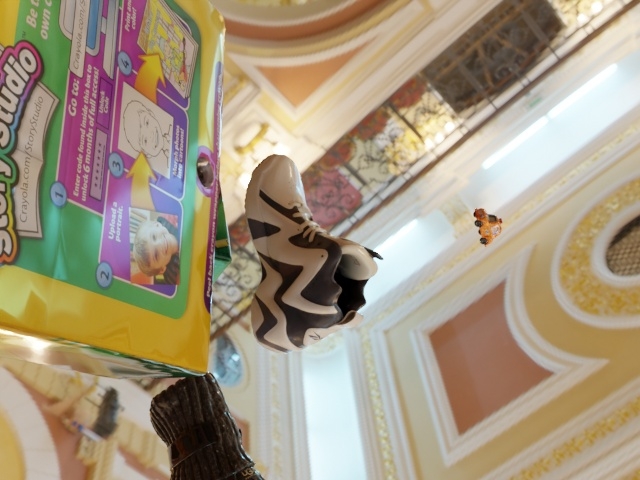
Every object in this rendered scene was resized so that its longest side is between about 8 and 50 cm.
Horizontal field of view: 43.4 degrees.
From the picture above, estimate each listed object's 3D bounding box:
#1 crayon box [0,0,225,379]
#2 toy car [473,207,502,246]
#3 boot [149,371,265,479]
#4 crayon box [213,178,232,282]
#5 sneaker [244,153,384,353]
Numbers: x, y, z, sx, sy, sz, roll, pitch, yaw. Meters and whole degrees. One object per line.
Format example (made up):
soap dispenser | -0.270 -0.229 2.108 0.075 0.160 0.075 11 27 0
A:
crayon box | -0.200 -0.089 0.639 0.106 0.313 0.363 -6 -108 22
toy car | 0.261 -0.031 1.244 0.040 0.060 0.122 -15 -171 15
boot | -0.221 0.401 1.328 0.348 0.131 0.260 -48 -112 28
crayon box | -0.219 0.026 1.036 0.278 0.081 0.165 -47 -135 40
sneaker | 0.000 0.000 0.892 0.153 0.094 0.235 -14 -119 30
